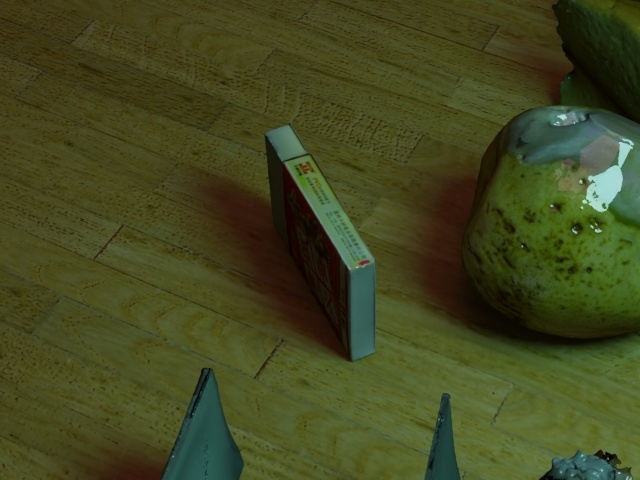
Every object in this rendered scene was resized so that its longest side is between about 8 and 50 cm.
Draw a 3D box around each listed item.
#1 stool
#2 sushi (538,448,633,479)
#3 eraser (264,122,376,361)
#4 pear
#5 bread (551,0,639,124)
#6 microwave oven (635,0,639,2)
[{"bbox_3d":[-0.016,0.276,1.243,0.243,0.170,0.270,4,46,14],"label":"stool"},{"bbox_3d":[0.218,0.274,1.314,0.226,0.103,0.097,-35,55,-19],"label":"sushi"},{"bbox_3d":[0.000,0.000,1.525,0.038,0.157,0.230,-20,51,-14],"label":"eraser"},{"bbox_3d":[0.285,-0.017,1.506,0.271,0.271,0.271,0,47,0],"label":"pear"},{"bbox_3d":[0.399,-0.129,1.606,0.361,0.233,0.245,20,51,23],"label":"bread"},{"bbox_3d":[0.473,-0.317,1.767,0.188,0.247,0.178,25,49,20],"label":"microwave oven"}]
